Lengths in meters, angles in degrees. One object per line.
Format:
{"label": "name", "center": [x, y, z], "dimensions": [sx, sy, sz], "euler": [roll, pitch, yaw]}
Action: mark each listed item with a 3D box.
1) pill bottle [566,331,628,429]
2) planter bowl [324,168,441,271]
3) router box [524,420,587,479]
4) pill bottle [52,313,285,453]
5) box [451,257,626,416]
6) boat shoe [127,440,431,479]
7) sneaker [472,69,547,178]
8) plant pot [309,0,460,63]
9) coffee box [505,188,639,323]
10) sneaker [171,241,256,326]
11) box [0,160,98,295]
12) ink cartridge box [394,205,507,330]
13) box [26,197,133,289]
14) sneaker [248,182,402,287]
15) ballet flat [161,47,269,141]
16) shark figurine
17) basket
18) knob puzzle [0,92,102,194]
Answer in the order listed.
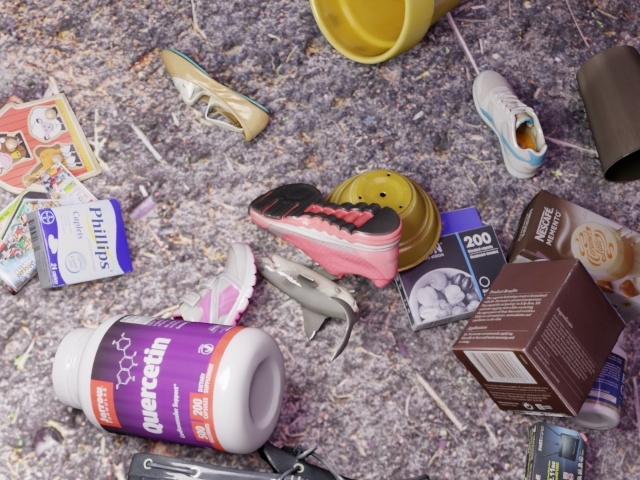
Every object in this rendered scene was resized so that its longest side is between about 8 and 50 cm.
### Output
{"label": "pill bottle", "center": [0.477, 0.231, 1.800], "dimensions": [0.094, 0.094, 0.169], "euler": [19, 64, -5]}
{"label": "planter bowl", "center": [0.106, -0.057, 1.814], "dimensions": [0.217, 0.090, 0.217], "euler": [0, 56, 0]}
{"label": "router box", "center": [0.393, 0.372, 1.747], "dimensions": [0.092, 0.038, 0.122], "euler": [14, 64, -6]}
{"label": "pill bottle", "center": [-0.227, 0.205, 1.543], "dimensions": [0.323, 0.181, 0.181], "euler": [4, 61, 23]}
{"label": "box", "center": [0.362, 0.160, 1.734], "dimensions": [0.167, 0.168, 0.203], "euler": [49, 61, -22]}
{"label": "boat shoe", "center": [-0.053, 0.373, 1.563], "dimensions": [0.500, 0.187, 0.156], "euler": [-1, 72, -8]}
{"label": "sneaker", "center": [0.365, -0.235, 1.984], "dimensions": [0.087, 0.092, 0.228], "euler": [-17, 70, -18]}
{"label": "plant pot", "center": [0.145, -0.486, 1.972], "dimensions": [0.239, 0.254, 0.254], "euler": [-28, 75, -38]}
{"label": "coffee box", "center": [0.473, 0.032, 1.886], "dimensions": [0.247, 0.098, 0.141], "euler": [24, 63, -2]}
{"label": "sneaker", "center": [-0.178, 0.108, 1.694], "dimensions": [0.111, 0.103, 0.252], "euler": [20, 63, -6]}
{"label": "box", "center": [-0.464, -0.022, 1.707], "dimensions": [0.114, 0.036, 0.207], "euler": [45, 64, -7]}
{"label": "ink cartridge box", "center": [0.225, 0.040, 1.854], "dimensions": [0.206, 0.045, 0.208], "euler": [-12, 69, -18]}
{"label": "box", "center": [-0.385, 0.004, 1.675], "dimensions": [0.137, 0.072, 0.126], "euler": [-12, 89, -31]}
{"label": "sneaker", "center": [0.000, 0.000, 1.747], "dimensions": [0.314, 0.136, 0.116], "euler": [18, 39, 38]}
{"label": "ballet flat", "center": [-0.201, -0.258, 1.871], "dimensions": [0.232, 0.080, 0.073], "euler": [32, 78, 4]}
{"label": "shark figurine", "center": [0.004, 0.119, 1.720], "dimensions": [0.166, 0.278, 0.116], "euler": [14, 102, -38]}
{"label": "basket", "center": [0.594, -0.248, 2.018], "dimensions": [0.204, 0.154, 0.227], "euler": [-12, 66, -16]}
{"label": "knob puzzle", "center": [-0.496, -0.158, 1.778], "dimensions": [0.213, 0.030, 0.213], "euler": [5, 66, -11]}
